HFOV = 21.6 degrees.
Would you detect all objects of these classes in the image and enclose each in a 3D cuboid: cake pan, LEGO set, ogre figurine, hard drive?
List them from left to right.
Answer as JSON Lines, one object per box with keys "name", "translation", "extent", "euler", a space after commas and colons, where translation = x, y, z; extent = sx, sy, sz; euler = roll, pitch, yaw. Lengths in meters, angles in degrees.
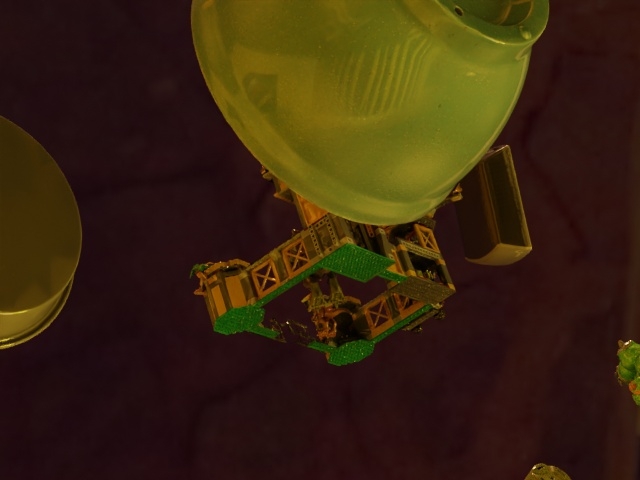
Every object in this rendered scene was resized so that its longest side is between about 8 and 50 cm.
{"name": "cake pan", "translation": [-0.379, -0.026, 1.797], "extent": [0.293, 0.293, 0.054], "euler": [-25, 173, -47]}
{"name": "LEGO set", "translation": [0.000, 0.000, 2.000], "extent": [0.331, 0.255, 0.192], "euler": [13, -131, -44]}
{"name": "hard drive", "translation": [0.248, -0.046, 2.499], "extent": [0.054, 0.172, 0.255], "euler": [-11, 176, -8]}
{"name": "ogre figurine", "translation": [0.481, 0.201, 2.350], "extent": [0.097, 0.118, 0.197], "euler": [-33, -140, 3]}

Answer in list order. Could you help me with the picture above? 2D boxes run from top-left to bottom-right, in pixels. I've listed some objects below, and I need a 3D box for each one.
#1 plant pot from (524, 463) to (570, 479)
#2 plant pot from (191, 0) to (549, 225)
{"name": "plant pot", "translation": [0.264, 0.313, 2.011], "extent": [0.083, 0.079, 0.083], "euler": [18, -155, -9]}
{"name": "plant pot", "translation": [0.066, -0.187, 1.417], "extent": [0.196, 0.293, 0.293], "euler": [-38, 174, 40]}
